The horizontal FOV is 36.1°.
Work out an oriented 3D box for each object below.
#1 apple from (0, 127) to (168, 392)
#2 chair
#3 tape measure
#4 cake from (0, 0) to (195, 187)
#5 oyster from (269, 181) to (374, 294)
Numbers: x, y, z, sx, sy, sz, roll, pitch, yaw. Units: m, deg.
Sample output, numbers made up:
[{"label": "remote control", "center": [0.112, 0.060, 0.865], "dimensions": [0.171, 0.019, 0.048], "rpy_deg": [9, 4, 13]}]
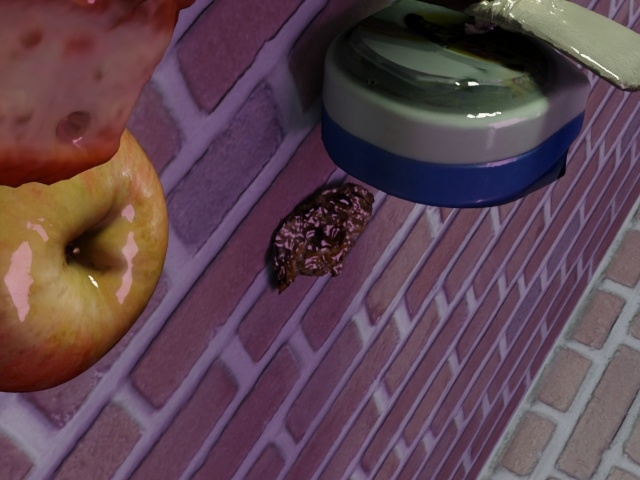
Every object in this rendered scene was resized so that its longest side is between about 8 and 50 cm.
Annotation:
[{"label": "apple", "center": [-0.201, -0.004, 0.660], "dimensions": [0.209, 0.164, 0.209], "rpy_deg": [-29, 125, -52]}, {"label": "chair", "center": [0.204, -0.289, 0.986], "dimensions": [0.160, 0.319, 0.186], "rpy_deg": [-28, 136, -52]}, {"label": "tape measure", "center": [0.127, -0.153, 1.048], "dimensions": [0.262, 0.259, 0.138], "rpy_deg": [-28, 136, -45]}, {"label": "cake", "center": [-0.197, -0.190, 0.385], "dimensions": [0.269, 0.270, 0.320], "rpy_deg": [-9, 122, -60]}, {"label": "oyster", "center": [0.005, -0.006, 1.171], "dimensions": [0.177, 0.056, 0.105], "rpy_deg": [-36, 134, -38]}]
